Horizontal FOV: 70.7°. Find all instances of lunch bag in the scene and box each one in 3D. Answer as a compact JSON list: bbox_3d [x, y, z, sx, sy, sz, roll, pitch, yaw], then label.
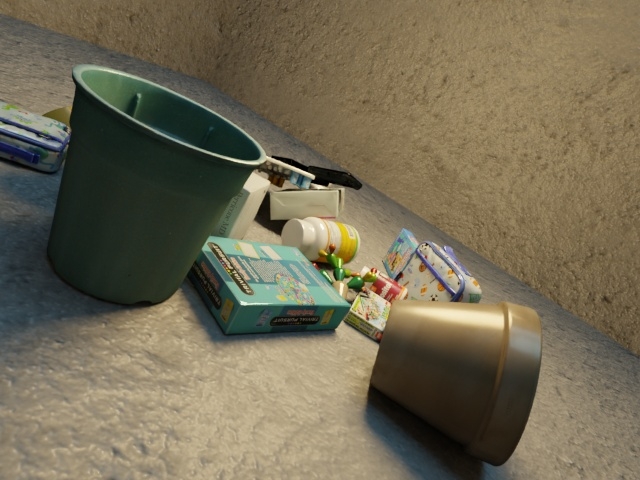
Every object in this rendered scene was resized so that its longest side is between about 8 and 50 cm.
[{"bbox_3d":[0.350,0.144,1.402,0.114,0.243,0.303,21,21,-24],"label":"lunch bag"},{"bbox_3d":[-0.724,-0.253,1.080,0.218,0.090,0.176,20,23,-25],"label":"lunch bag"}]

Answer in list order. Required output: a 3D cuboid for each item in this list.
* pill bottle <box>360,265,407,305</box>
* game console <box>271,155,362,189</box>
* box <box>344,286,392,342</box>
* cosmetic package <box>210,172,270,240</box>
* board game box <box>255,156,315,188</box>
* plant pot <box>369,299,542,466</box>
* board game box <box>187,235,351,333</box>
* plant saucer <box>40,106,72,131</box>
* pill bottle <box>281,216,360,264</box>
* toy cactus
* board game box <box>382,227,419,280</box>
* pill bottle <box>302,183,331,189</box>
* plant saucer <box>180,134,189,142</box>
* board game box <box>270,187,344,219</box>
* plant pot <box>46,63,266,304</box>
[{"bbox_3d":[0.185,0.147,1.397,0.151,0.086,0.086,32,18,8],"label":"pill bottle"},{"bbox_3d":[0.000,-0.229,1.581,0.361,0.044,0.213,20,1,42],"label":"game console"},{"bbox_3d":[0.140,0.201,1.263,0.114,0.036,0.207,32,18,6],"label":"box"},{"bbox_3d":[-0.351,-0.142,1.152,0.384,0.217,0.156,29,19,5],"label":"cosmetic package"},{"bbox_3d":[-0.256,-0.266,1.573,0.389,0.051,0.390,19,1,-20],"label":"board game box"},{"bbox_3d":[0.261,0.257,0.946,0.280,0.324,0.323,16,16,11],"label":"plant pot"},{"bbox_3d":[-0.126,0.101,1.057,0.335,0.079,0.254,9,27,-46],"label":"board game box"},{"bbox_3d":[-0.616,-0.293,1.363,0.332,0.081,0.332,41,21,31],"label":"plant saucer"},{"bbox_3d":[0.000,0.000,1.424,0.245,0.137,0.136,10,26,-45],"label":"pill bottle"},{"bbox_3d":[0.061,0.106,1.284,0.218,0.112,0.181,18,38,-10],"label":"toy cactus"},{"bbox_3d":[0.306,0.064,1.684,0.047,0.160,0.210,26,19,-13],"label":"board game box"},{"bbox_3d":[-0.022,-0.182,1.805,0.107,0.180,0.108,27,18,-10],"label":"pill bottle"},{"bbox_3d":[-0.383,-0.171,1.025,0.310,0.311,0.050,29,24,-1],"label":"plant saucer"},{"bbox_3d":[-0.035,-0.134,1.588,0.223,0.098,0.303,1,9,8],"label":"board game box"},{"bbox_3d":[-0.323,-0.085,0.840,0.340,0.334,0.341,26,18,-9],"label":"plant pot"}]
